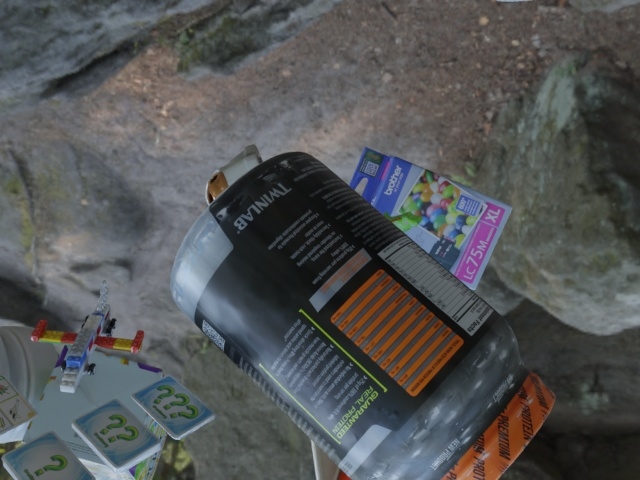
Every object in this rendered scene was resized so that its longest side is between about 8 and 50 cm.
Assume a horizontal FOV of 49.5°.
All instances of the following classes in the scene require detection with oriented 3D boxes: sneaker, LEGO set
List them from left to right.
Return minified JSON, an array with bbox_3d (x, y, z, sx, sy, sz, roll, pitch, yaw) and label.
[{"bbox_3d":[-0.247,0.132,0.684,0.244,0.060,0.183,31,-142,34],"label":"LEGO set"},{"bbox_3d":[-0.155,-0.111,1.287,0.123,0.105,0.290,-26,-176,1],"label":"sneaker"}]

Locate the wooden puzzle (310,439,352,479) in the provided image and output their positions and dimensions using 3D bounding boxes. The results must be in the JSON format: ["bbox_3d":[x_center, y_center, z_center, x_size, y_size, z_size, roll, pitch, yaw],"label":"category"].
[{"bbox_3d":[0.132,0.419,1.576,0.322,0.347,0.080,-10,-179,-26],"label":"wooden puzzle"}]

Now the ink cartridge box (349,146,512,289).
[{"bbox_3d":[0.198,-0.044,1.365,0.311,0.185,0.065,22,-174,-6],"label":"ink cartridge box"}]

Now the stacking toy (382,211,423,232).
[{"bbox_3d":[0.000,0.000,0.902,0.221,0.052,0.167,-5,-161,32],"label":"stacking toy"}]

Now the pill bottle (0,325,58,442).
[{"bbox_3d":[-0.552,0.196,0.921,0.204,0.204,0.361,-13,165,32],"label":"pill bottle"}]

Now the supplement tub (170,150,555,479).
[{"bbox_3d":[0.037,0.090,0.666,0.338,0.207,0.207,43,165,14],"label":"supplement tub"}]

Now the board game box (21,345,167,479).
[{"bbox_3d":[-0.314,0.275,1.035,0.145,0.142,0.275,16,153,-1],"label":"board game box"}]
